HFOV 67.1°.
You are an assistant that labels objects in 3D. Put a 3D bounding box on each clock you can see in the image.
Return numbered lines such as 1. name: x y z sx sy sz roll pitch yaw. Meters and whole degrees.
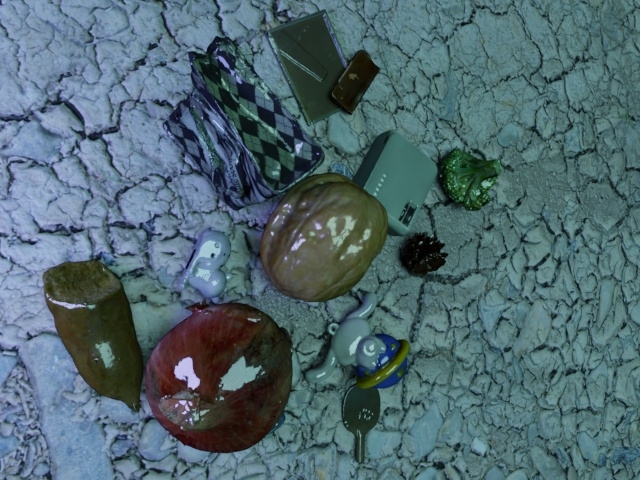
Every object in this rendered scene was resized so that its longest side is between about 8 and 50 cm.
1. clock: -0.271 0.061 1.220 0.117 0.080 0.176 26 81 -22

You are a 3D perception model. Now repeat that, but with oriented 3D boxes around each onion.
1. onion: -0.231 0.308 1.129 0.354 0.354 0.353 0 90 -25

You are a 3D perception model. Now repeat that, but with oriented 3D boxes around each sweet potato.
1. sweet potato: -0.494 0.222 1.089 0.158 0.158 0.369 -18 105 -24

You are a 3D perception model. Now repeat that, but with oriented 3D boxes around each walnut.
1. walnut: 0.002 0.002 1.227 0.306 0.306 0.344 39 99 -20

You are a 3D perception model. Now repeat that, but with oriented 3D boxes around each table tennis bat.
1. table tennis bat: 0.121 0.540 1.440 0.131 0.022 0.234 4 86 -26

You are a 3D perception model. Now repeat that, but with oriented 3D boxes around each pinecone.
1. pinecone: 0.317 0.036 1.471 0.140 0.140 0.120 -6 60 -25

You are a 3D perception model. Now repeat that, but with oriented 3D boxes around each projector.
1. projector: 0.211 -0.166 1.429 0.198 0.108 0.250 32 76 -21

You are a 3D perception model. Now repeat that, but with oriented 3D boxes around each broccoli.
1. broccoli: 0.481 -0.202 1.507 0.194 0.194 0.219 -11 89 -24

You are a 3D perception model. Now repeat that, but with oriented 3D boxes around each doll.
1. doll: 0.115 0.333 1.358 0.311 0.160 0.242 -36 106 -17

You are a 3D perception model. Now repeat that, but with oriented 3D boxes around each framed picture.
1. framed picture: -0.011 -0.492 1.371 0.209 0.019 0.281 -29 102 -22

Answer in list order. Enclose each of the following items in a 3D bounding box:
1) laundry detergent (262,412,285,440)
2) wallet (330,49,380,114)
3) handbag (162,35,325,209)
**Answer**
1. laundry detergent: -0.139 0.432 1.294 0.097 0.061 0.206 3 89 -27
2. wallet: 0.100 -0.459 1.397 0.095 0.026 0.176 37 78 -28
3. handbag: -0.192 -0.235 1.070 0.180 0.416 0.316 -42 105 -17
